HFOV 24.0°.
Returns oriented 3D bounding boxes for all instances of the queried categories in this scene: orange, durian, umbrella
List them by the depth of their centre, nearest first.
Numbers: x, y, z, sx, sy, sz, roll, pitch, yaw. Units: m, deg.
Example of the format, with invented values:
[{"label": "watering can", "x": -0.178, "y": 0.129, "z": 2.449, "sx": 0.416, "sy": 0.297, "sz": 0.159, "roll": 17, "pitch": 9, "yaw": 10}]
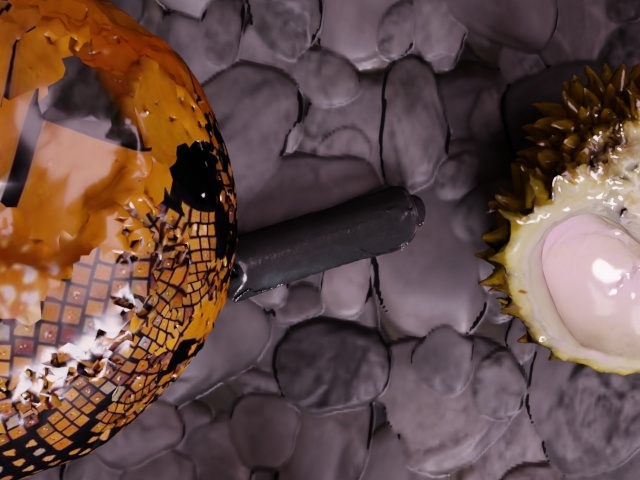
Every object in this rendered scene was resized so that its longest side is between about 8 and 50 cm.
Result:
[{"label": "orange", "x": -0.153, "y": -0.009, "z": 0.651, "sx": 0.234, "sy": 0.182, "sz": 0.234, "roll": 0, "pitch": 89, "yaw": -21}, {"label": "umbrella", "x": 0.000, "y": 0.002, "z": 0.821, "sx": 0.133, "sy": 0.031, "sz": 0.036, "roll": -18, "pitch": 125, "yaw": -27}, {"label": "durian", "x": 0.197, "y": -0.021, "z": 0.873, "sx": 0.249, "sy": 0.183, "sz": 0.138, "roll": 6, "pitch": 51, "yaw": -24}]
